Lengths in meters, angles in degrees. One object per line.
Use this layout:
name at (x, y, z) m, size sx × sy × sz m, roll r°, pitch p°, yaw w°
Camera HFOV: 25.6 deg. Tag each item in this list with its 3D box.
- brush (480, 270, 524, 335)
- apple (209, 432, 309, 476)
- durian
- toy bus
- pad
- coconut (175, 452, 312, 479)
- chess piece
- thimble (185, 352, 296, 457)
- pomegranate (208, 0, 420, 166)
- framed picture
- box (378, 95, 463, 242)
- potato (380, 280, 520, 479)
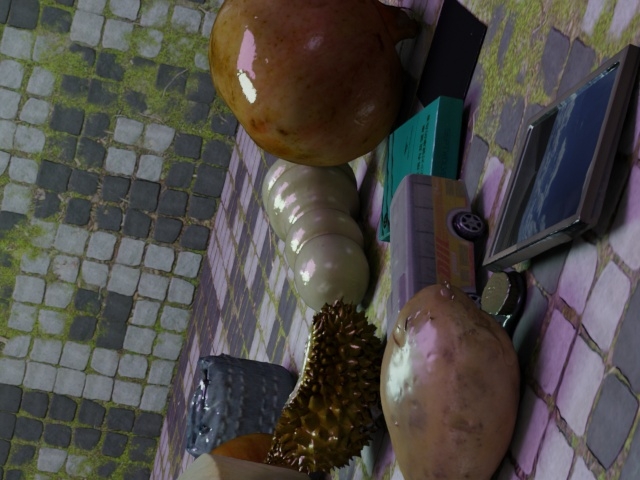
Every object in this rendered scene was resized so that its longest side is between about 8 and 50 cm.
brush at (0.175, 0.161, 1.513) m, size 0.062 × 0.027 × 0.266 m, roll -167°, pitch 89°, yaw -69°
apple at (-0.113, 0.416, 2.172) m, size 0.173 × 0.210 × 0.235 m, roll 50°, pitch 128°, yaw 42°
durian at (0.031, 0.200, 1.910) m, size 0.138 × 0.183 × 0.249 m, roll 5°, pitch 77°, yaw 41°
toy bus at (0.133, 0.044, 1.639) m, size 0.092 × 0.106 × 0.268 m, roll 113°, pitch 163°, yaw -50°
pad at (0.178, -0.246, 1.959) m, size 0.243 × 0.004 × 0.163 m, roll -108°, pitch 32°, yaw -68°
coconut at (-0.131, 0.446, 1.932) m, size 0.329 × 0.329 × 0.329 m, roll -168°, pitch 90°, yaw -78°
chess piece at (0.000, 0.000, 2.203) m, size 0.299 × 0.167 × 0.167 m, roll -102°, pitch 27°, yaw -53°
thimble at (-0.144, 0.303, 2.498) m, size 0.236 × 0.172 × 0.205 m, roll -95°, pitch 24°, yaw -59°
pomegranate at (-0.004, -0.282, 2.163) m, size 0.338 × 0.338 × 0.338 m, roll -168°, pitch 90°, yaw -78°
framed picture at (0.241, -0.073, 1.421) m, size 0.260 × 0.023 × 0.189 m, roll 141°, pitch 149°, yaw -72°
box at (0.134, -0.091, 1.910) m, size 0.226 × 0.042 × 0.161 m, roll 146°, pitch 133°, yaw -73°
potato at (0.139, 0.162, 1.452) m, size 0.161 × 0.128 × 0.235 m, roll -20°, pitch 79°, yaw 55°
